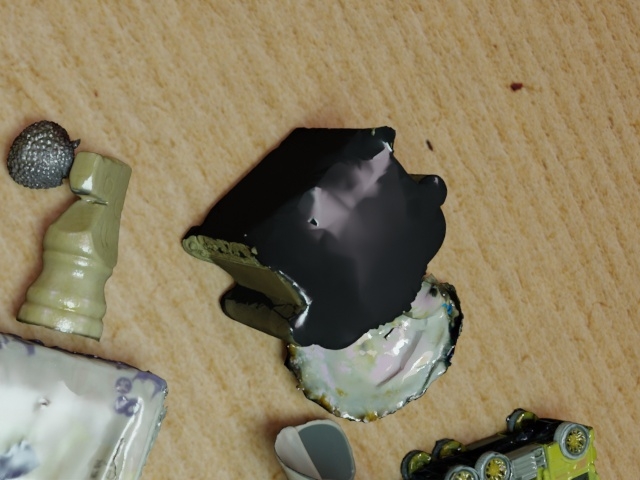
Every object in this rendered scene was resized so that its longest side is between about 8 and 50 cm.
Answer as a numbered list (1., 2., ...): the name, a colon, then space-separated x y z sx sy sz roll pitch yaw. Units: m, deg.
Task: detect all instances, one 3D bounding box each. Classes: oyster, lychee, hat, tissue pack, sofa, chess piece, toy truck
1. oyster: 0.073 0.113 1.094 0.260 0.092 0.198 -27 100 -15
2. lychee: -0.296 -0.092 0.927 0.083 0.068 0.067 -36 61 -18
3. hat: 0.030 0.334 0.992 0.161 0.232 0.275 -39 120 -13
4. tissue pack: -0.347 0.201 0.859 0.344 0.125 0.242 23 78 -26
5. sofa: 0.000 0.000 1.009 0.258 0.200 0.182 -47 119 -21
6. chess piece: -0.256 0.002 0.934 0.090 0.090 0.200 18 78 -25
7. toy truck: 0.240 0.334 1.146 0.272 0.124 0.157 -13 94 -26
